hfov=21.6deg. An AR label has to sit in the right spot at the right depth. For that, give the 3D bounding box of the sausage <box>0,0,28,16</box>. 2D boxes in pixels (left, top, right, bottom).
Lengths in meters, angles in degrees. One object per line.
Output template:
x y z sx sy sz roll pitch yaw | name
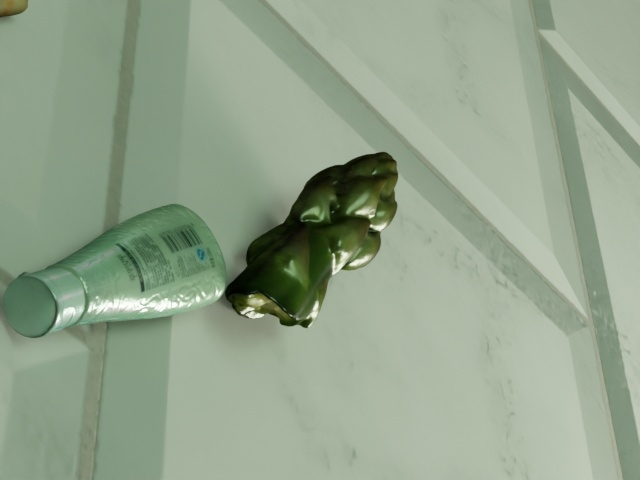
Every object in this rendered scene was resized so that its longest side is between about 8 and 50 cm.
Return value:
-0.216 -0.145 1.010 0.024 0.024 0.132 61 26 4 | sausage

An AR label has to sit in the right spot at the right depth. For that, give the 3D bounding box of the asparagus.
0.000 0.000 1.197 0.080 0.080 0.287 54 33 -11 | asparagus

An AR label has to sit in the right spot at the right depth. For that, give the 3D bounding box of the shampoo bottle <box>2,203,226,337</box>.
-0.118 0.022 0.987 0.069 0.041 0.191 66 25 1 | shampoo bottle
